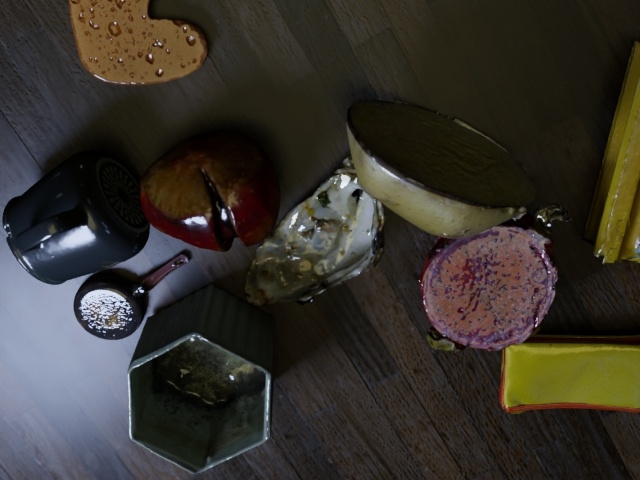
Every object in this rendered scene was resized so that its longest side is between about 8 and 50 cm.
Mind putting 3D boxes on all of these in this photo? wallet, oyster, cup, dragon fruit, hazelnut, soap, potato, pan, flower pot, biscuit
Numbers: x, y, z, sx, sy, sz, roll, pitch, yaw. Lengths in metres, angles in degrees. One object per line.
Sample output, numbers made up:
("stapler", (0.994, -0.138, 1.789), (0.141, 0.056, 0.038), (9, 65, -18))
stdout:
("wallet", (0.415, 0.214, 1.378), (0.241, 0.067, 0.141), (0, 114, 4))
("oyster", (-0.001, -0.005, 1.294), (0.294, 0.094, 0.166), (-31, 86, 19))
("cup", (-0.362, -0.026, 1.209), (0.177, 0.223, 0.169), (-23, 95, 17))
("dragon fruit", (0.266, 0.050, 1.286), (0.211, 0.147, 0.282), (39, 102, -3))
("hazelnut", (-0.160, -0.067, 1.229), (0.204, 0.178, 0.178), (-13, 109, 3))
("soap", (0.525, -0.118, 1.241), (0.204, 0.096, 0.324), (9, 109, -3))
("potato", (0.148, -0.092, 1.185), (0.299, 0.239, 0.116), (9, 132, -31))
("pan", (-0.296, 0.086, 1.339), (0.212, 0.040, 0.115), (-31, 112, 10))
("flower pot", (-0.177, 0.207, 1.302), (0.239, 0.189, 0.209), (-28, 108, 10))
("biscuit", (-0.260, -0.318, 1.201), (0.186, 0.036, 0.192), (-7, 109, 0))
